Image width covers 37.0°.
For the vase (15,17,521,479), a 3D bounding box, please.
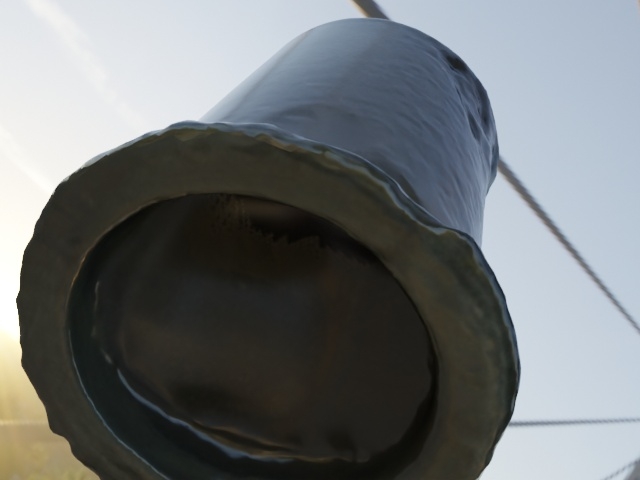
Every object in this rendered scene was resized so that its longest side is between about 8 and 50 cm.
[{"bbox_3d":[0.000,0.000,0.558,0.245,0.291,0.245,6,-62,12],"label":"vase"}]
